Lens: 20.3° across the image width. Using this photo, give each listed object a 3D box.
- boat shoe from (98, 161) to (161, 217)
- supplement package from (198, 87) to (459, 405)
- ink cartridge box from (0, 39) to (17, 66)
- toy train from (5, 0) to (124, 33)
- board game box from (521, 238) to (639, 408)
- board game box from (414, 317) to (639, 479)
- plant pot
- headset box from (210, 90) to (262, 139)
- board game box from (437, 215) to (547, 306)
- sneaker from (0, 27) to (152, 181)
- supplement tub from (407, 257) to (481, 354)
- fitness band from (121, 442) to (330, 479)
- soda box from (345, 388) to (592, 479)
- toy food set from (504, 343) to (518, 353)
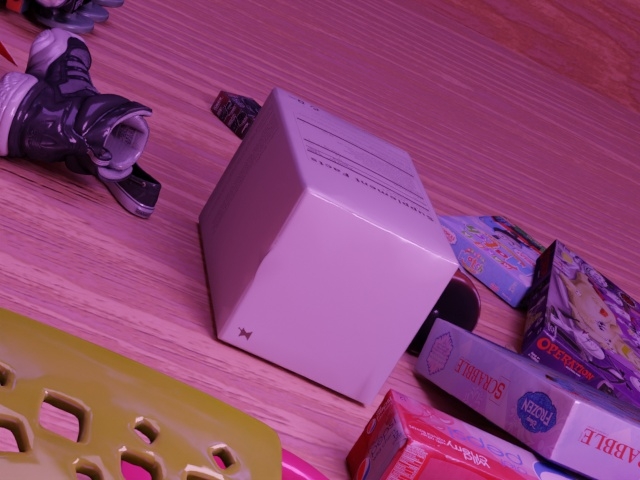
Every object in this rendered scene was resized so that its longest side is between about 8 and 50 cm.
[{"bbox_3d":[-0.211,-0.077,1.891,0.049,0.040,0.142,11,27,-48],"label":"boat shoe"},{"bbox_3d":[0.000,0.000,1.800,0.175,0.177,0.293,26,19,-17],"label":"supplement package"},{"bbox_3d":[-0.495,-0.292,1.696,0.385,0.091,0.308,34,-11,17],"label":"ink cartridge box"},{"bbox_3d":[-0.351,-0.365,2.316,0.190,0.142,0.334,19,19,1],"label":"toy train"},{"bbox_3d":[0.347,0.125,2.187,0.208,0.056,0.347,42,20,-5],"label":"board game box"},{"bbox_3d":[0.293,0.198,1.791,0.318,0.066,0.318,25,2,-22],"label":"board game box"},{"bbox_3d":[-0.159,0.197,0.938,0.228,0.227,0.207,25,24,-19],"label":"plant pot"},{"bbox_3d":[-0.098,-0.161,2.323,0.062,0.032,0.083,10,29,-49],"label":"headset box"},{"bbox_3d":[0.250,0.026,2.378,0.160,0.039,0.211,40,20,24],"label":"board game box"},{"bbox_3d":[-0.248,-0.135,1.863,0.153,0.101,0.268,20,23,0],"label":"sneaker"},{"bbox_3d":[0.102,0.037,1.989,0.106,0.106,0.198,23,20,-25],"label":"supplement tub"},{"bbox_3d":[-0.044,0.219,1.321,0.209,0.054,0.291,32,13,20],"label":"fitness band"},{"bbox_3d":[0.158,0.232,1.586,0.263,0.083,0.092,26,18,-18],"label":"soda box"},{"bbox_3d":[0.171,0.129,2.002,0.122,0.019,0.078,13,23,-26],"label":"toy food set"}]
